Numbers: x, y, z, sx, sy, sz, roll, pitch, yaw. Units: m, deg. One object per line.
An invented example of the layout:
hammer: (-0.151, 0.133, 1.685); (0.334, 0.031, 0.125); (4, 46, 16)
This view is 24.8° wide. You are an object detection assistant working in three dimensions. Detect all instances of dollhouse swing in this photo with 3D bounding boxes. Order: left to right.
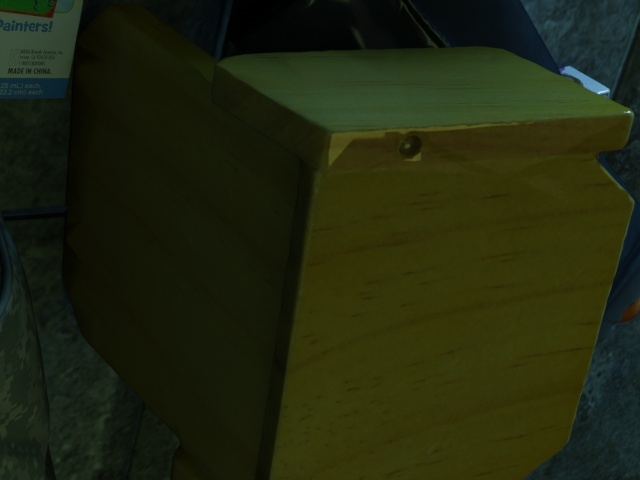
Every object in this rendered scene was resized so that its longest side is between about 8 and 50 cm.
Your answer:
dollhouse swing: (0.000, 0.000, 1.092); (0.315, 0.305, 0.347); (-6, 123, -23)

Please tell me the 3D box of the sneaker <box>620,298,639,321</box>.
sneaker: (0.338, 0.034, 1.616); (0.064, 0.067, 0.175); (-34, 137, -19)

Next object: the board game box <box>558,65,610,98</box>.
board game box: (0.119, 0.012, 1.415); (0.318, 0.066, 0.318); (-16, 128, -31)

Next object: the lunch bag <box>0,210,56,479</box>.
lunch bag: (-0.285, 0.105, 1.001); (0.212, 0.256, 0.305); (-23, 131, -27)

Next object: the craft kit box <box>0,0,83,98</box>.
craft kit box: (-0.264, -0.212, 0.945); (0.249, 0.061, 0.247); (-4, 124, -38)

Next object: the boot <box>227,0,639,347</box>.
boot: (0.077, -0.029, 1.189); (0.367, 0.146, 0.445); (-54, 128, -20)
